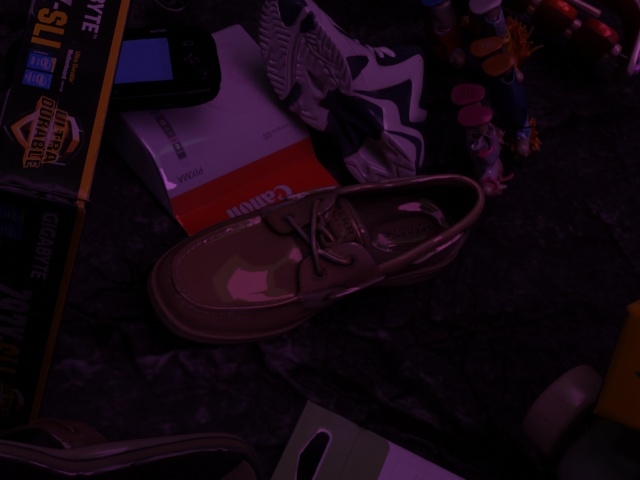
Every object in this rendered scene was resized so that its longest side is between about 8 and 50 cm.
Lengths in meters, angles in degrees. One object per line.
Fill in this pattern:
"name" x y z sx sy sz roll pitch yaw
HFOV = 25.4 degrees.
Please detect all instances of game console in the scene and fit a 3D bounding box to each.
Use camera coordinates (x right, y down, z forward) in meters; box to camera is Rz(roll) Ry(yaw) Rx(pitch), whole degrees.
"game console" -0.278 -0.168 1.347 0.361 0.044 0.213 -5 56 -9

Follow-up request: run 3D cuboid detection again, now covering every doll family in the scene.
"doll family" 0.188 -0.169 1.505 0.118 0.163 0.263 -17 57 6

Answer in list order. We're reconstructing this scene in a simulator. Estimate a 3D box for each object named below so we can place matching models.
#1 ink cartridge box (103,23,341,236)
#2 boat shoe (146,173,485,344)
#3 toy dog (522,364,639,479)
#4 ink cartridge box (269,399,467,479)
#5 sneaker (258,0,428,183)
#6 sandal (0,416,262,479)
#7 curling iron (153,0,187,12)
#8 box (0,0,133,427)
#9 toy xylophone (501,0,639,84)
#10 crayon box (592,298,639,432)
"ink cartridge box" -0.089 -0.095 1.404 0.189 0.066 0.232 -28 63 -35
"boat shoe" 0.000 0.000 1.318 0.341 0.110 0.121 -18 71 -32
"toy dog" 0.306 0.196 1.298 0.334 0.161 0.220 5 44 -34
"ink cartridge box" 0.056 0.235 1.201 0.209 0.062 0.109 27 49 1
"sneaker" 0.035 -0.178 1.458 0.235 0.094 0.153 46 36 -15
"sandal" -0.198 0.192 1.123 0.303 0.120 0.086 2 26 -21
"curling iron" -0.137 -0.349 1.519 0.068 0.035 0.274 18 53 -9
"box" -0.222 -0.037 1.133 0.079 0.322 0.257 14 50 -9
"toy xylophone" 0.234 -0.287 1.608 0.323 0.236 0.081 32 93 10
"crayon box" 0.443 0.115 1.174 0.313 0.106 0.363 20 19 28
